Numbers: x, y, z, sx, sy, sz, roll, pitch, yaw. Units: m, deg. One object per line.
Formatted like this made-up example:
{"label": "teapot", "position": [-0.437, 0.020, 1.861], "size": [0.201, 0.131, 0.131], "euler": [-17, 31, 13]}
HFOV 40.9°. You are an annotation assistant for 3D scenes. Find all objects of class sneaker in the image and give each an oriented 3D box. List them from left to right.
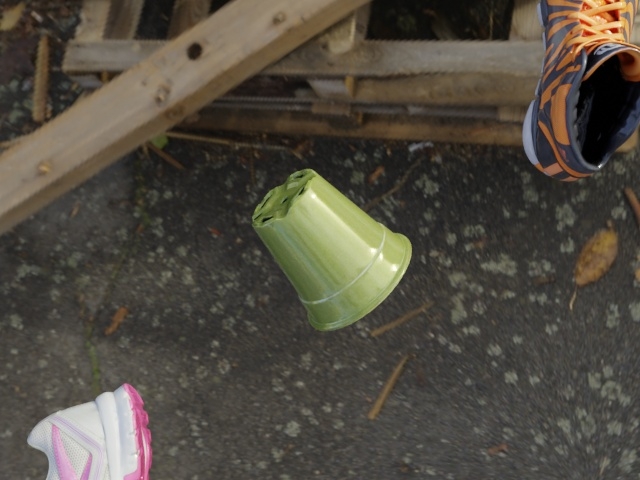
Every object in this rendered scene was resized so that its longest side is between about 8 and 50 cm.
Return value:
{"label": "sneaker", "position": [-0.206, 0.263, 0.781], "size": [0.111, 0.103, 0.252], "euler": [-8, 76, -4]}
{"label": "sneaker", "position": [0.302, -0.221, 0.907], "size": [0.125, 0.180, 0.321], "euler": [3, 95, -2]}

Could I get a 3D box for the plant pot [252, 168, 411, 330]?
{"label": "plant pot", "position": [0.000, 0.000, 0.538], "size": [0.083, 0.079, 0.083], "euler": [-36, 23, 18]}
